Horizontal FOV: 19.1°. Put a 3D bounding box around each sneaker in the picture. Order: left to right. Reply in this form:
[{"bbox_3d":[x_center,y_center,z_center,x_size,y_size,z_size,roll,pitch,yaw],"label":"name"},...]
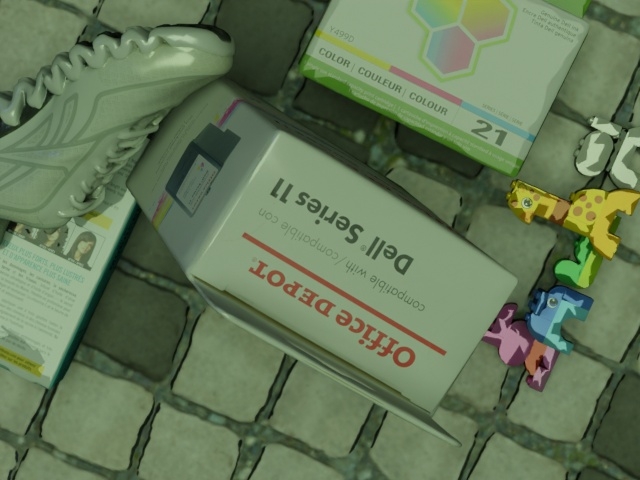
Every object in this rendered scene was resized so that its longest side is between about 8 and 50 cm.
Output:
[{"bbox_3d":[-0.178,-0.076,1.402,0.292,0.110,0.118,-22,84,27],"label":"sneaker"}]

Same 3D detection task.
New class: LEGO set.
[{"bbox_3d":[0.178,0.000,1.474,0.093,0.087,0.227,24,94,1],"label":"LEGO set"}]

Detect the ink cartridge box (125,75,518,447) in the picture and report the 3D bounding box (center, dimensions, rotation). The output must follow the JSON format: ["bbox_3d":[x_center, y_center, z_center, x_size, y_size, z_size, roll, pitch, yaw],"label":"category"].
[{"bbox_3d":[0.000,0.000,1.326,0.207,0.353,0.119,31,95,-20],"label":"ink cartridge box"}]

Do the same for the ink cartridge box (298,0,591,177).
[{"bbox_3d":[0.121,-0.203,1.458,0.189,0.097,0.255,26,96,1],"label":"ink cartridge box"}]

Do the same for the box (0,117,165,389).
[{"bbox_3d":[-0.203,-0.014,1.503,0.100,0.060,0.244,26,95,1],"label":"box"}]
